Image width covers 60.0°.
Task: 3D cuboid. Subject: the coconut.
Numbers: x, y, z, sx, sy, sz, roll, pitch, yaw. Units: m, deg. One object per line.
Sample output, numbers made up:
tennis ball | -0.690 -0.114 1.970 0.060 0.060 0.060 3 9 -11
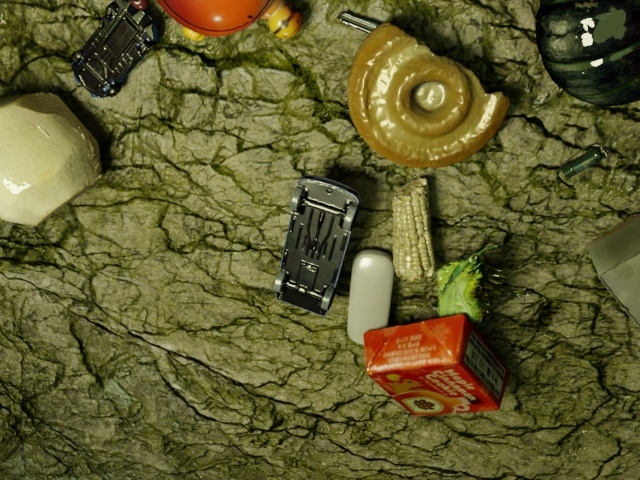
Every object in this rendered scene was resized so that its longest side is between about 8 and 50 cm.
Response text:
coconut | -0.574 -0.170 1.079 0.245 0.245 0.247 -31 106 25

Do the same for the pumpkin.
pumpkin | 0.421 -0.323 0.797 0.250 0.216 0.249 -9 117 -19

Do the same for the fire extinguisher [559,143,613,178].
fire extinguisher | 0.465 -0.143 0.974 0.083 0.025 0.038 -31 84 26

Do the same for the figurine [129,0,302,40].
figurine | -0.134 -0.448 0.848 0.323 0.196 0.320 -24 117 13

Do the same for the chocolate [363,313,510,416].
chocolate | 0.238 0.268 1.148 0.235 0.108 0.237 -16 131 33

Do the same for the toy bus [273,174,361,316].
toy bus | 0.000 0.000 1.097 0.126 0.133 0.292 19 123 8

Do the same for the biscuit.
biscuit | 0.169 -0.225 0.950 0.274 0.091 0.213 23 122 -8

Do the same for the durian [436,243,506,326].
durian | 0.290 0.104 1.089 0.132 0.106 0.375 13 142 16

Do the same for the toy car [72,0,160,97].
toy car | -0.380 -0.354 1.033 0.216 0.063 0.103 -35 105 32

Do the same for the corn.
corn | 0.175 -0.018 1.075 0.087 0.087 0.210 -4 115 15

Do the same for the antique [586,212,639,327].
antique | 0.581 0.045 0.977 0.147 0.148 0.152 -37 104 26

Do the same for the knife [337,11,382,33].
knife | 0.085 -0.361 0.948 0.121 0.018 0.031 23 119 2

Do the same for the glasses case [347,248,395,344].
glasses case | 0.106 0.125 1.180 0.092 0.059 0.233 5 118 8
